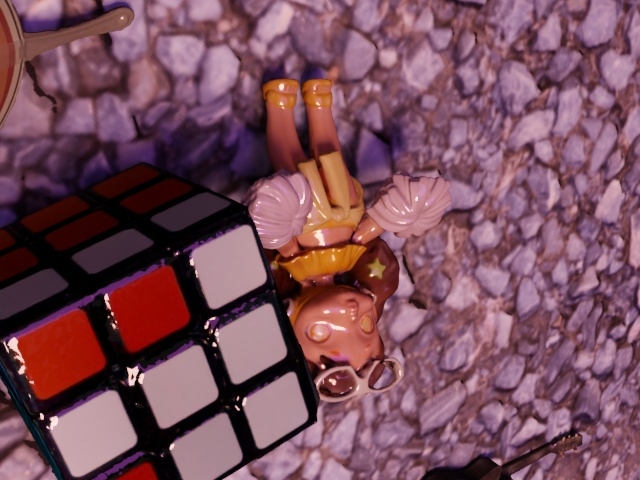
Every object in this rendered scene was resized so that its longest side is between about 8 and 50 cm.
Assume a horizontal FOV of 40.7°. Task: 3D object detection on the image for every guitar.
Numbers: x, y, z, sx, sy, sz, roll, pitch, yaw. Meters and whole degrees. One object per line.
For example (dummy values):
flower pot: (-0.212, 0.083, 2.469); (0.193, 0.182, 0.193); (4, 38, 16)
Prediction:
guitar: (0.190, 0.249, 0.892); (0.233, 0.025, 0.088); (-17, 115, -29)

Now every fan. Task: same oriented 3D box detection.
fan: (-0.197, -0.105, 0.506); (0.220, 0.009, 0.132); (-34, 154, -39)

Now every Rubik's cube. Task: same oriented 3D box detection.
Rubik's cube: (-0.120, 0.061, 0.548); (0.163, 0.160, 0.162); (-28, 117, -25)

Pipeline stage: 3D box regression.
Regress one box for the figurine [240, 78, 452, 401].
figurine: (0.000, 0.002, 0.638); (0.175, 0.116, 0.240); (-7, 102, -34)
